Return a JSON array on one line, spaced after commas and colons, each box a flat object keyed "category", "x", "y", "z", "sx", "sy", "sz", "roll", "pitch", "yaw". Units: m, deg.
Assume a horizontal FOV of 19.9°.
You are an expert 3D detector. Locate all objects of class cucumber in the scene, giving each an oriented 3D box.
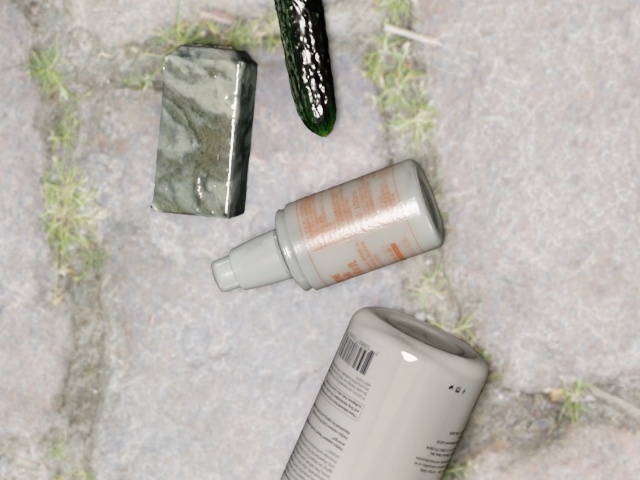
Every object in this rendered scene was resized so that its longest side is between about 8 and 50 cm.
[{"category": "cucumber", "x": -0.015, "y": -0.216, "z": 1.953, "sx": 0.052, "sy": 0.058, "sz": 0.215, "roll": -13, "pitch": 96, "yaw": -23}]

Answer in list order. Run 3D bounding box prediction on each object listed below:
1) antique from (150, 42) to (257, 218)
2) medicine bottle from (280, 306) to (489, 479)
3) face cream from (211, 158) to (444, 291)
[{"category": "antique", "x": -0.123, "y": -0.120, "z": 1.965, "sx": 0.088, "sy": 0.086, "sz": 0.183, "roll": 7, "pitch": 95, "yaw": 9}, {"category": "medicine bottle", "x": 0.053, "y": 0.227, "z": 1.924, "sx": 0.157, "sy": 0.157, "sz": 0.289, "roll": 25, "pitch": 99, "yaw": 7}, {"category": "face cream", "x": 0.000, "y": 0.000, "z": 1.945, "sx": 0.251, "sy": 0.101, "sz": 0.101, "roll": -20, "pitch": 91, "yaw": 11}]
